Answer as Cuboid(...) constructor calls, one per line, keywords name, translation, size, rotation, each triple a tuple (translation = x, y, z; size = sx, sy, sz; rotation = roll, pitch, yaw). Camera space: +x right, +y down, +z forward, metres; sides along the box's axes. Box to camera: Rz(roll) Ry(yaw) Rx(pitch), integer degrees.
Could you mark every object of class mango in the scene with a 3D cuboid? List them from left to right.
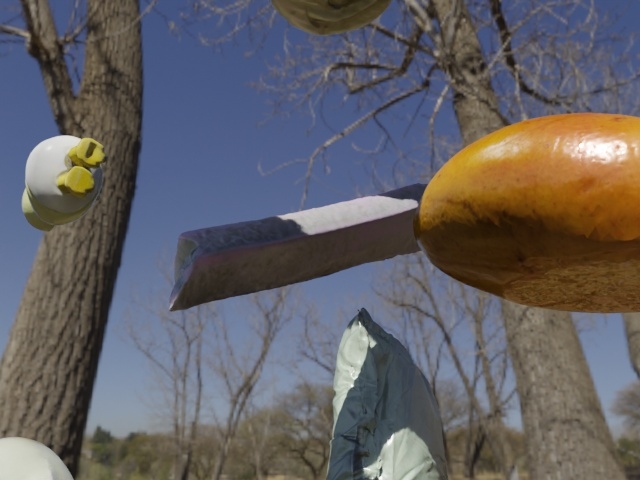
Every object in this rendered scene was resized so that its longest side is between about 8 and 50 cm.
Cuboid(name="mango", translation=(0.154, -0.015, 0.459), size=(0.217, 0.102, 0.141), rotation=(-6, -32, 43))

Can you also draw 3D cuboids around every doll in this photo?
Cuboid(name="doll", translation=(-0.420, -0.082, 1.156), size=(0.117, 0.142, 0.296), rotation=(15, -18, -20))

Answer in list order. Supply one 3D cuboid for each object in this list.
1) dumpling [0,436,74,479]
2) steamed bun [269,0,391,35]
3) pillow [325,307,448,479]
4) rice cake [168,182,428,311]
Cuboid(name="dumpling", translation=(-0.249, 0.212, 0.475), size=(0.179, 0.132, 0.252), rotation=(-13, -10, -31))
Cuboid(name="steamed bun", translation=(0.026, -0.409, 0.844), size=(0.267, 0.207, 0.280), rotation=(-19, -33, -9))
Cuboid(name="pillow", translation=(0.082, 0.273, 0.891), size=(0.138, 0.310, 0.283), rotation=(-9, -38, 16))
Cuboid(name="rice cake", translation=(0.000, 0.000, 0.743), size=(0.364, 0.056, 0.073), rotation=(-14, -50, -36))
